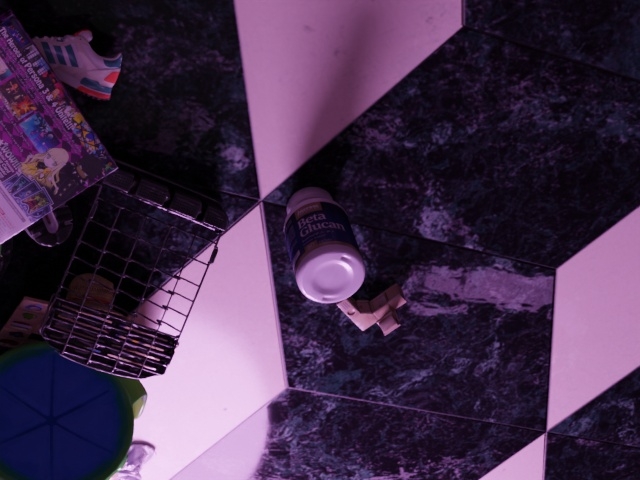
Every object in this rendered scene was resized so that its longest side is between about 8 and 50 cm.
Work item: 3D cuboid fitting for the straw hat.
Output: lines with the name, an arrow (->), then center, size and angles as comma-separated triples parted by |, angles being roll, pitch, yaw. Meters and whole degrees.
straw hat -> -0.328, 0.080, 1.610 | 0.144, 0.061, 0.144 | 8, 163, 2

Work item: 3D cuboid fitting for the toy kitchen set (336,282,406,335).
toy kitchen set -> 0.079, 0.097, 1.715 | 0.083, 0.068, 0.075 | -35, 126, 13

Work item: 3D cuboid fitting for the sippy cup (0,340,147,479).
sippy cup -> -0.412, 0.297, 1.651 | 0.305, 0.240, 0.224 | 12, 145, -20

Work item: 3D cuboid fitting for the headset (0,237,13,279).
headset -> -0.562, -0.001, 1.407 | 0.394, 0.185, 0.243 | 27, 104, -44

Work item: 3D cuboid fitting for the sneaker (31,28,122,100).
sneaker -> -0.321, -0.236, 1.397 | 0.161, 0.057, 0.075 | 24, 99, -24

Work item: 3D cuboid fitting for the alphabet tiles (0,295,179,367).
alphabet tiles -> -0.334, 0.142, 1.634 | 0.237, 0.009, 0.198 | 15, 151, -23

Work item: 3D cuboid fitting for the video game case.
video game case -> -0.393, -0.124, 1.362 | 0.210, 0.042, 0.232 | -34, 120, -4

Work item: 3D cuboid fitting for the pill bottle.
pill bottle -> 0.000, 0.000, 1.561 | 0.094, 0.169, 0.094 | -6, 127, -9

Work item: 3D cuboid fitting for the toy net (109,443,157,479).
toy net -> -0.370, 0.410, 1.864 | 0.232, 0.045, 0.122 | -23, 127, 5

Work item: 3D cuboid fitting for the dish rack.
dish rack -> -0.253, 0.044, 1.523 | 0.208, 0.074, 0.272 | 22, 89, -25

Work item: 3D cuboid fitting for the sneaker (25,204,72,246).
sneaker -> -0.397, -0.091, 1.467 | 0.081, 0.094, 0.209 | -25, 110, -26
